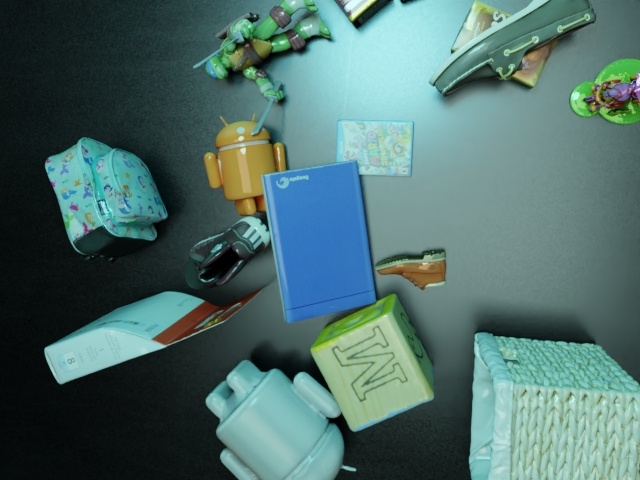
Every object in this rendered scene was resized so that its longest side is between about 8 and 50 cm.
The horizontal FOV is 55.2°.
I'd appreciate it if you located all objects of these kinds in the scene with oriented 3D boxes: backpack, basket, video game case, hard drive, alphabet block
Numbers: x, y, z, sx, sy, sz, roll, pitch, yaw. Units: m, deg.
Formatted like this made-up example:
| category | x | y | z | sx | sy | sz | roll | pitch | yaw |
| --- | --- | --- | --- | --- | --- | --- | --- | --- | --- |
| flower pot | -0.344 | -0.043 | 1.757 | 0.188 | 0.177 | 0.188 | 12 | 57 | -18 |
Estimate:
| category | x | y | z | sx | sy | sz | roll | pitch | yaw |
| --- | --- | --- | --- | --- | --- | --- | --- | --- | --- |
| backpack | -0.479 | -0.104 | 1.362 | 0.191 | 0.225 | 0.254 | -32 | 81 | 10 |
| basket | 0.439 | 0.384 | 1.199 | 0.266 | 0.328 | 0.332 | 3 | 97 | 8 |
| video game case | 0.118 | -0.203 | 1.341 | 0.166 | 0.015 | 0.119 | 3 | 98 | 10 |
| hard drive | 0.000 | 0.000 | 1.324 | 0.210 | 0.040 | 0.319 | -11 | 99 | -16 |
| alphabet block | 0.116 | 0.256 | 1.313 | 0.193 | 0.192 | 0.197 | -27 | 93 | 11 |

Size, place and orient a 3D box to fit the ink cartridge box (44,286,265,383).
| category | x | y | z | sx | sy | sz | roll | pitch | yaw |
| --- | --- | --- | --- | --- | --- | --- | --- | --- | --- |
| ink cartridge box | -0.340 | 0.164 | 1.324 | 0.384 | 0.308 | 0.091 | -22 | 94 | 12 |

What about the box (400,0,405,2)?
| category | x | y | z | sx | sy | sz | roll | pitch | yaw |
| --- | --- | --- | --- | --- | --- | --- | --- | --- | --- |
| box | 0.228 | -0.612 | 1.254 | 0.190 | 0.045 | 0.184 | -16 | 96 | 12 |

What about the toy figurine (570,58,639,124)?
| category | x | y | z | sx | sy | sz | roll | pitch | yaw |
| --- | --- | --- | --- | --- | --- | --- | --- | --- | --- |
| toy figurine | 0.583 | -0.288 | 1.169 | 0.173 | 0.159 | 0.130 | -8 | 95 | 12 |

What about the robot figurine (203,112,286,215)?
| category | x | y | z | sx | sy | sz | roll | pitch | yaw |
| --- | --- | --- | --- | --- | --- | --- | --- | --- | --- |
| robot figurine | -0.162 | -0.165 | 1.340 | 0.157 | 0.128 | 0.220 | -9 | 95 | 11 |

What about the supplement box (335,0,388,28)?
| category | x | y | z | sx | sy | sz | roll | pitch | yaw |
| --- | --- | --- | --- | --- | --- | --- | --- | --- | --- |
| supplement box | 0.054 | -0.555 | 1.274 | 0.104 | 0.081 | 0.188 | -37 | 90 | 13 |

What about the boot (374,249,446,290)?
| category | x | y | z | sx | sy | sz | roll | pitch | yaw |
| --- | --- | --- | --- | --- | --- | --- | --- | --- | --- |
| boot | 0.198 | 0.072 | 1.342 | 0.157 | 0.059 | 0.085 | -6 | 101 | 10 |

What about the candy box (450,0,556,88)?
| category | x | y | z | sx | sy | sz | roll | pitch | yaw |
| --- | --- | --- | --- | --- | --- | --- | --- | --- | --- |
| candy box | 0.373 | -0.399 | 1.250 | 0.186 | 0.053 | 0.109 | 26 | 102 | 8 |

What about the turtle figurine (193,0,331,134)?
| category | x | y | z | sx | sy | sz | roll | pitch | yaw |
| --- | --- | --- | --- | --- | --- | --- | --- | --- | --- |
| turtle figurine | -0.103 | -0.379 | 1.265 | 0.266 | 0.275 | 0.198 | -34 | 117 | 7 |

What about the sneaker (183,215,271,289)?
| category | x | y | z | sx | sy | sz | roll | pitch | yaw |
| --- | --- | --- | --- | --- | --- | --- | --- | --- | --- |
| sneaker | -0.241 | 0.057 | 1.328 | 0.106 | 0.162 | 0.281 | 47 | 127 | -8 |

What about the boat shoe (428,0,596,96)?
| category | x | y | z | sx | sy | sz | roll | pitch | yaw |
| --- | --- | --- | --- | --- | --- | --- | --- | --- | --- |
| boat shoe | 0.364 | -0.369 | 1.172 | 0.324 | 0.116 | 0.097 | -33 | 88 | 8 |

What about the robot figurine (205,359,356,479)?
| category | x | y | z | sx | sy | sz | roll | pitch | yaw |
| --- | --- | --- | --- | --- | --- | --- | --- | --- | --- |
| robot figurine | -0.089 | 0.430 | 1.366 | 0.353 | 0.200 | 0.300 | 45 | 104 | 3 |
